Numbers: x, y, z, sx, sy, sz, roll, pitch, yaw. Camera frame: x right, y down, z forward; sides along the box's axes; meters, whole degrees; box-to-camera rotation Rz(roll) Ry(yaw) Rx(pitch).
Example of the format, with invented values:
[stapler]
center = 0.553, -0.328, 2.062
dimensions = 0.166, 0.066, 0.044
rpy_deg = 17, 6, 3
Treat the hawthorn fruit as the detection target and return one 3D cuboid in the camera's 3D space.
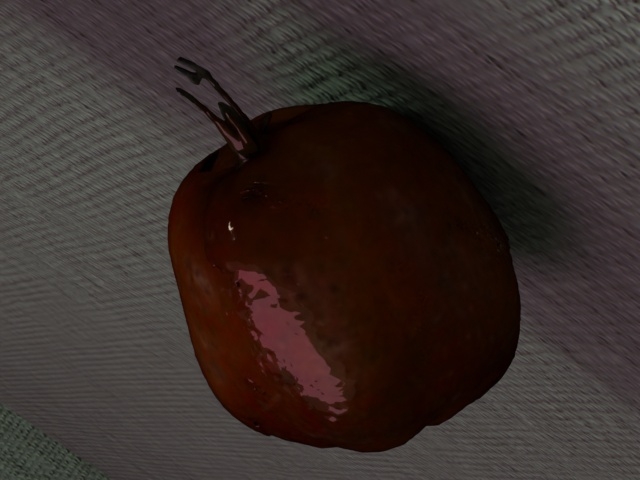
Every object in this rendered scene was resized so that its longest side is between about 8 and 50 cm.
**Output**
[hawthorn fruit]
center = 0.000, 0.000, 1.091
dimensions = 0.211, 0.211, 0.299
rpy_deg = 7, 136, 50
